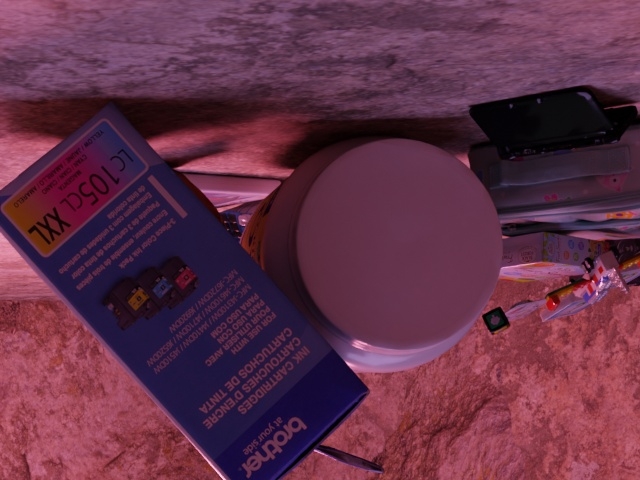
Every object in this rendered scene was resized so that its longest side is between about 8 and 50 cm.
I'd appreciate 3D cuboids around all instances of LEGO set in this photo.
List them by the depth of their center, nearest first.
[{"bbox_3d":[0.276,0.059,1.369,0.244,0.060,0.182,-7,156,-48],"label":"LEGO set"}]

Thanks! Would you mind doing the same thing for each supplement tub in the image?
[{"bbox_3d":[0.045,0.021,1.407,0.241,0.241,0.331,-2,174,-11],"label":"supplement tub"}]

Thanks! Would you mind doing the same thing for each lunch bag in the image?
[{"bbox_3d":[0.304,-0.057,1.441,0.279,0.108,0.224,-7,173,37],"label":"lunch bag"}]

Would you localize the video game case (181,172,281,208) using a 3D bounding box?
[{"bbox_3d":[-0.181,-0.055,1.609,0.201,0.023,0.183,2,172,-42],"label":"video game case"}]

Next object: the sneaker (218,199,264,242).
[{"bbox_3d":[-0.064,-0.028,1.685,0.190,0.071,0.083,-13,-158,35],"label":"sneaker"}]

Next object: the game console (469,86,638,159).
[{"bbox_3d":[0.219,-0.121,1.238,0.122,0.071,0.107,-6,-156,34],"label":"game console"}]

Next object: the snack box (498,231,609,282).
[{"bbox_3d":[0.235,0.020,1.472,0.100,0.037,0.141,6,170,-34],"label":"snack box"}]

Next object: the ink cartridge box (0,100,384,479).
[{"bbox_3d":[-0.110,0.087,1.211,0.151,0.395,0.270,-40,-179,-9],"label":"ink cartridge box"}]

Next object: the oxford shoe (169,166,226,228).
[{"bbox_3d":[-0.123,-0.003,1.428,0.076,0.212,0.076,-6,145,-51],"label":"oxford shoe"}]

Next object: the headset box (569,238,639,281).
[{"bbox_3d":[0.522,-0.001,2.033,0.283,0.131,0.246,-2,174,-3],"label":"headset box"}]
